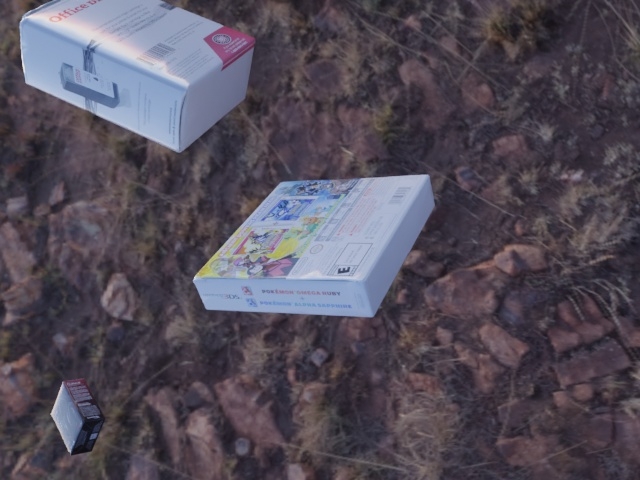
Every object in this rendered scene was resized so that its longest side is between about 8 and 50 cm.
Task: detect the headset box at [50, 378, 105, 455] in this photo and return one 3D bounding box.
[{"bbox_3d":[-0.318,0.226,0.950,0.083,0.032,0.062,46,120,35],"label":"headset box"}]

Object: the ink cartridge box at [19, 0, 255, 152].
[{"bbox_3d":[-0.212,-0.211,0.856,0.218,0.158,0.092,26,132,11],"label":"ink cartridge box"}]

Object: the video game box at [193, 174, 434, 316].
[{"bbox_3d":[0.000,0.000,0.752,0.187,0.205,0.048,2,123,27],"label":"video game box"}]
